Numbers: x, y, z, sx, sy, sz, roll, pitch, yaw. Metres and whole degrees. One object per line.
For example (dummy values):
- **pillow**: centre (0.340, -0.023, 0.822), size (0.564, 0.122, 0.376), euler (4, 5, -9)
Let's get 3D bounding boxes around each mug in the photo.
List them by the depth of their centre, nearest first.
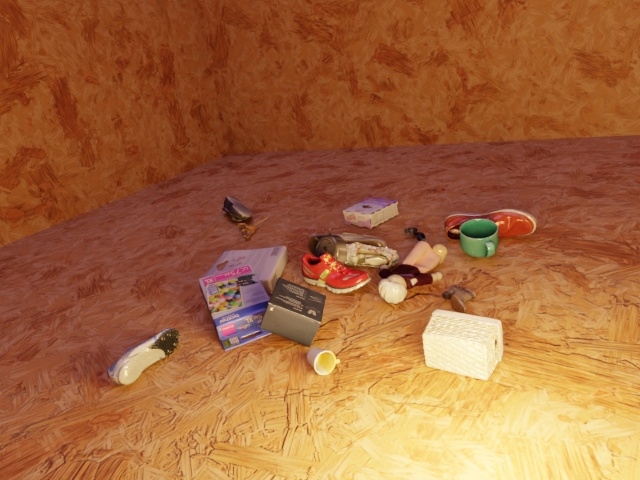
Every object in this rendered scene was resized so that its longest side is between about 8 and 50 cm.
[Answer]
- **mug**: centre (0.002, 0.309, 1.239), size (0.062, 0.078, 0.064), euler (-54, 27, -14)
- **mug**: centre (0.547, 0.006, 1.672), size (0.129, 0.097, 0.158), euler (5, 37, 27)

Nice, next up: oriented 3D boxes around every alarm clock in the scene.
- **alarm clock**: centre (0.043, 0.057, 1.742), size (0.064, 0.129, 0.192), euler (3, 42, -44)

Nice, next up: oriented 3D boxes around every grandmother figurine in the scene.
- **grandmother figurine**: centre (0.283, 0.102, 1.562), size (0.208, 0.104, 0.342), euler (-5, 18, 35)

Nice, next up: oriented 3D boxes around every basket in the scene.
- **basket**: centre (0.337, 0.248, 1.151), size (0.167, 0.113, 0.103), euler (5, 28, 34)

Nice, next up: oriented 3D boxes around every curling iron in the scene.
- **curling iron**: centre (0.367, -0.013, 1.825), size (0.068, 0.035, 0.274), euler (1, 10, 0)

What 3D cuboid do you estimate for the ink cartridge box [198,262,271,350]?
- **ink cartridge box**: centre (-0.259, 0.198, 1.519), size (0.186, 0.065, 0.311), euler (-17, 38, -17)

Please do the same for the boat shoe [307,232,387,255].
- **boat shoe**: centre (0.101, 0.021, 1.839), size (0.302, 0.109, 0.098), euler (2, 16, 21)

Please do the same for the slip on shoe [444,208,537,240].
- **slip on shoe**: centre (0.616, -0.045, 1.774), size (0.331, 0.123, 0.101), euler (0, 40, 30)

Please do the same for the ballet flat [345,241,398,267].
- **ballet flat**: centre (0.157, 0.057, 1.726), size (0.241, 0.091, 0.077), euler (0, 20, 23)

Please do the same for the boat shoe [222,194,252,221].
- **boat shoe**: centre (-0.443, -0.148, 2.537), size (0.112, 0.095, 0.335), euler (20, 12, -29)

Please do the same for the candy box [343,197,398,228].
- **candy box**: centre (0.229, -0.127, 2.188), size (0.196, 0.070, 0.165), euler (-26, 27, -37)

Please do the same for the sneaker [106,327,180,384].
- **sneaker**: centre (-0.500, 0.319, 1.375), size (0.086, 0.085, 0.237), euler (9, 27, 29)

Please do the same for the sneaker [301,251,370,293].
- **sneaker**: centre (0.038, 0.100, 1.638), size (0.279, 0.118, 0.107), euler (7, 28, 37)

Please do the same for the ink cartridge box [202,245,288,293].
- **ink cartridge box**: centre (-0.277, 0.114, 1.814), size (0.261, 0.066, 0.296), euler (-5, 22, 11)

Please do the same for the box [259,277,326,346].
- **box**: centre (-0.076, 0.203, 1.387), size (0.156, 0.093, 0.158), euler (21, 23, -3)

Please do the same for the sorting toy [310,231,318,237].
- **sorting toy**: centre (0.000, 0.000, 2.027), size (0.075, 0.045, 0.083), euler (20, 31, 18)

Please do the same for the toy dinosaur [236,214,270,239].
- **toy dinosaur**: centre (-0.333, -0.057, 2.296), size (0.112, 0.064, 0.211), euler (14, 36, 10)

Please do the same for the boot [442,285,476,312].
- **boot**: centre (0.418, 0.169, 1.414), size (0.087, 0.042, 0.118), euler (-9, 27, -20)
